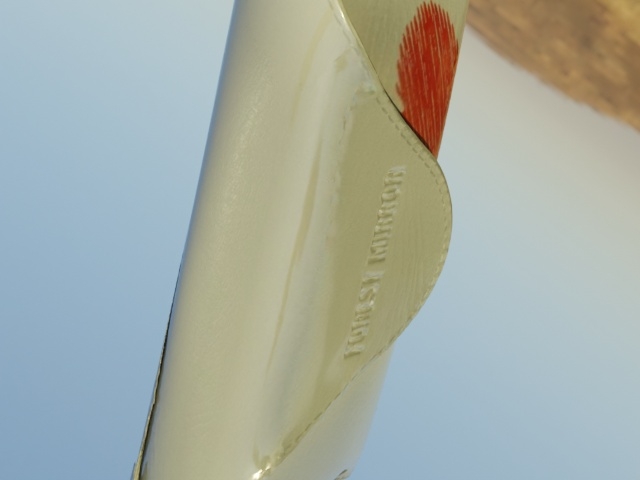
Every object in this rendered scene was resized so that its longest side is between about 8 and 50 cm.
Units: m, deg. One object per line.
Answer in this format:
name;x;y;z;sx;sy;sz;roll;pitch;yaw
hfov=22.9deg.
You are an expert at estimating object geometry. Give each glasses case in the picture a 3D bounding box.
glasses case;0.002;0.000;0.678;0.128;0.308;0.083;-4;-154;-39
